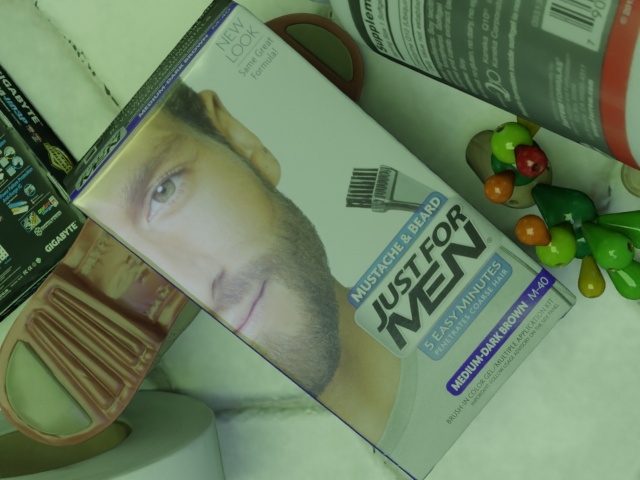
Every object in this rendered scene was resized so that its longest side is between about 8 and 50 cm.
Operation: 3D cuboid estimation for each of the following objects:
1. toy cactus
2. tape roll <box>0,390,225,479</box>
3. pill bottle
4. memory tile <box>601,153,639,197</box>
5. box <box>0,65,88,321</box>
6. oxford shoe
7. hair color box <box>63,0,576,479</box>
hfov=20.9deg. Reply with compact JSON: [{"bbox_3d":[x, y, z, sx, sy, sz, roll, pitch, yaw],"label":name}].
[{"bbox_3d":[0.172,-0.040,1.273,0.112,0.219,0.180,-56,41,7],"label":"toy cactus"},{"bbox_3d":[-0.217,0.210,1.397,0.286,0.286,0.100,-6,102,21],"label":"tape roll"},{"bbox_3d":[0.133,-0.198,1.171,0.363,0.210,0.210,28,112,33],"label":"pill bottle"},{"bbox_3d":[0.285,-0.082,1.293,0.148,0.012,0.113,-38,89,24],"label":"memory tile"},{"bbox_3d":[-0.308,-0.018,1.497,0.220,0.051,0.175,-40,88,24],"label":"box"},{"bbox_3d":[-0.115,-0.018,1.388,0.140,0.146,0.397,42,92,-3],"label":"oxford shoe"},{"bbox_3d":[0.000,0.000,1.275,0.339,0.110,0.185,40,91,-15],"label":"hair color box"}]
